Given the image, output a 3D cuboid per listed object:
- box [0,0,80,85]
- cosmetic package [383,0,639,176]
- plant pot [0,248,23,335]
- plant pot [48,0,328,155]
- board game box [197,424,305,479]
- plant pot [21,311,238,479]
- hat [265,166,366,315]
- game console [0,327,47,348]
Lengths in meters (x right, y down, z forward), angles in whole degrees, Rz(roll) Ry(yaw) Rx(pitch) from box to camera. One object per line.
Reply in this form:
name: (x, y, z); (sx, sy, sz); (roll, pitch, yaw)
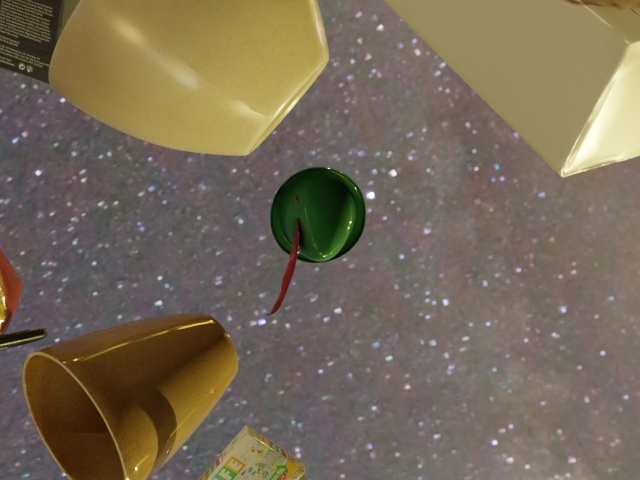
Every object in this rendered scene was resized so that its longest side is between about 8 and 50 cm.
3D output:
box: (-0.323, -0.292, 1.093); (0.093, 0.158, 0.156); (20, -156, 9)
cosmetic package: (0.156, -0.199, 0.660); (0.160, 0.113, 0.309); (-17, -128, -30)
plant pot: (-0.589, 0.074, 1.240); (0.267, 0.267, 0.236); (60, -158, -12)
plant pot: (-0.104, -0.197, 0.885); (0.191, 0.284, 0.284); (40, -138, -5)
board game box: (-0.110, 0.340, 1.198); (0.103, 0.154, 0.026); (37, -171, -19)
plant pot: (-0.248, 0.208, 1.243); (0.254, 0.237, 0.237); (-29, -87, -39)
hat: (0.000, 0.000, 1.473); (0.183, 0.173, 0.208); (-101, 16, -68)
game console: (-0.335, 0.075, 0.799); (0.122, 0.107, 0.071); (-9, -97, -64)
